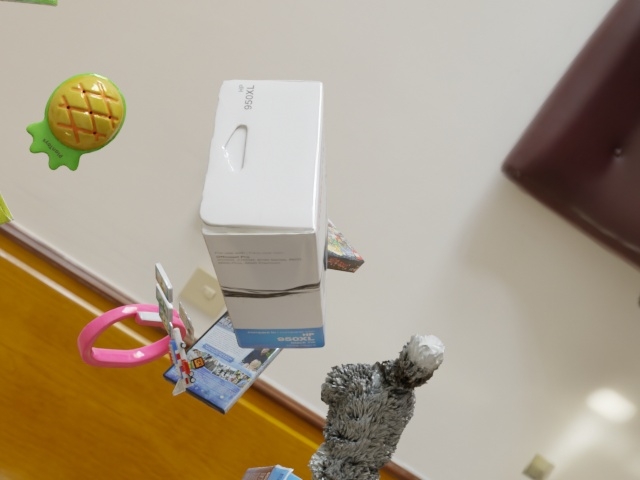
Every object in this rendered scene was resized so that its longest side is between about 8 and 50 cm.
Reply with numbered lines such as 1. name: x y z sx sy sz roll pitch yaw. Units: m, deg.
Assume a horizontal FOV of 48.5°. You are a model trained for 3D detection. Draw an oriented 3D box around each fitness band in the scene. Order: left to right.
1. fitness band: -0.466 0.240 1.766 0.209 0.054 0.291 -39 -28 17

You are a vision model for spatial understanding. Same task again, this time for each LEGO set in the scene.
1. LEGO set: -0.304 0.193 1.454 0.060 0.244 0.182 -18 -37 -26

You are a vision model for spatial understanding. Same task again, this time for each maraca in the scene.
1. maraca: -0.421 -0.206 1.234 0.186 0.127 0.099 -51 23 -12

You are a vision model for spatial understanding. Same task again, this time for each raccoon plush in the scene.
1. raccoon plush: 0.093 0.406 1.499 0.446 0.216 0.299 106 179 -52

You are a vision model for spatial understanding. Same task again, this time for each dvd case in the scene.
1. dvd case: -0.208 0.263 1.615 0.253 0.180 0.022 -46 -34 -37

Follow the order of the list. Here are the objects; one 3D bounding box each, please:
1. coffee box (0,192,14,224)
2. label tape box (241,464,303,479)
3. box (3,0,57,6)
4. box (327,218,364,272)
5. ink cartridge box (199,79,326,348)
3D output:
1. coffee box: -1.029 -0.154 1.796 0.337 0.338 0.334 -27 23 -23
2. label tape box: -0.098 0.479 1.071 0.249 0.115 0.348 -62 5 -23
3. box: -0.608 -0.636 1.400 0.232 0.058 0.322 -39 -42 -68
4. box: 0.000 0.000 1.717 0.044 0.159 0.233 -47 -24 15
5. ink cartridge box: -0.073 -0.028 1.174 0.395 0.166 0.286 86 -175 -59
